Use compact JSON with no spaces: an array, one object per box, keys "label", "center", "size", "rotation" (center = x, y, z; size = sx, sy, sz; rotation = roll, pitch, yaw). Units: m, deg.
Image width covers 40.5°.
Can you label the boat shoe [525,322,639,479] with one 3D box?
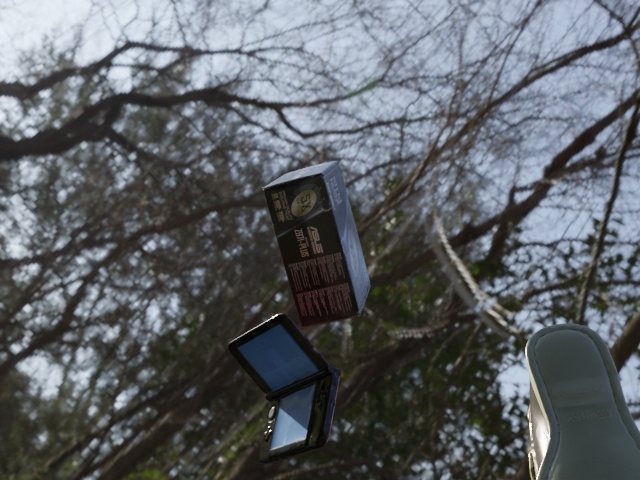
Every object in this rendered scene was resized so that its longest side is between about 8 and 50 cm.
[{"label":"boat shoe","center":[0.187,0.159,0.602],"size":[0.081,0.227,0.068],"rotation":[-6,-52,11]}]

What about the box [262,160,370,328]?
[{"label":"box","center":[0.000,0.000,1.094],"size":[0.077,0.147,0.180],"rotation":[-13,-82,11]}]

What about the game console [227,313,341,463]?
[{"label":"game console","center":[-0.051,0.166,0.949],"size":[0.085,0.124,0.144],"rotation":[24,-32,-22]}]
